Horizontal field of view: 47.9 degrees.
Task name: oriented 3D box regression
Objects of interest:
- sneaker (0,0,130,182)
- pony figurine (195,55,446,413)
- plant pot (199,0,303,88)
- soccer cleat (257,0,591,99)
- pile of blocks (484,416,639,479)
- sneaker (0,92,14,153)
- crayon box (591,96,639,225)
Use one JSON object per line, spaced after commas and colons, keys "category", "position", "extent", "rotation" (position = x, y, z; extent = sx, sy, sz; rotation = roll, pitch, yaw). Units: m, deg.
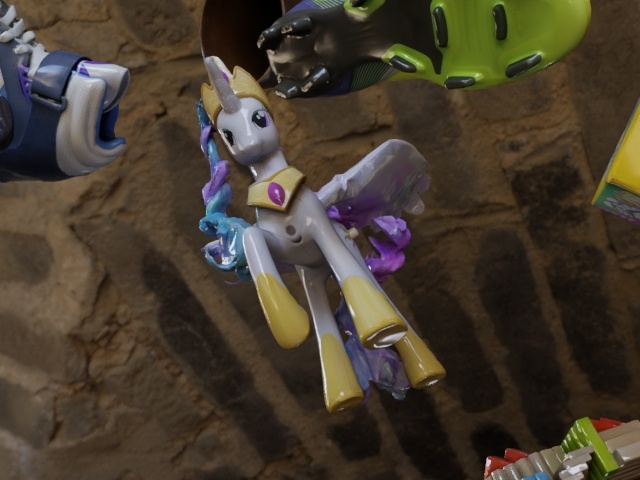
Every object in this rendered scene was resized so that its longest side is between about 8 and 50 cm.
{"category": "sneaker", "position": [-0.354, -0.231, 0.889], "extent": [0.236, 0.130, 0.323], "rotation": [-8, -71, 8]}
{"category": "pony figurine", "position": [0.000, 0.000, 0.790], "extent": [0.303, 0.363, 0.351], "rotation": [-30, -29, 7]}
{"category": "plant pot", "position": [-0.062, -0.371, 1.309], "extent": [0.215, 0.230, 0.215], "rotation": [5, -83, 41]}
{"category": "soccer cleat", "position": [0.071, -0.162, 0.531], "extent": [0.289, 0.121, 0.093], "rotation": [6, -58, 50]}
{"category": "pile of blocks", "position": [0.325, 0.343, 1.075], "extent": [0.362, 0.112, 0.149], "rotation": [-29, -38, 5]}
{"category": "sneaker", "position": [-0.410, -0.132, 0.810], "extent": [0.223, 0.083, 0.098], "rotation": [32, -40, 27]}
{"category": "crayon box", "position": [0.451, -0.177, 0.878], "extent": [0.106, 0.313, 0.363], "rotation": [25, 7, 17]}
